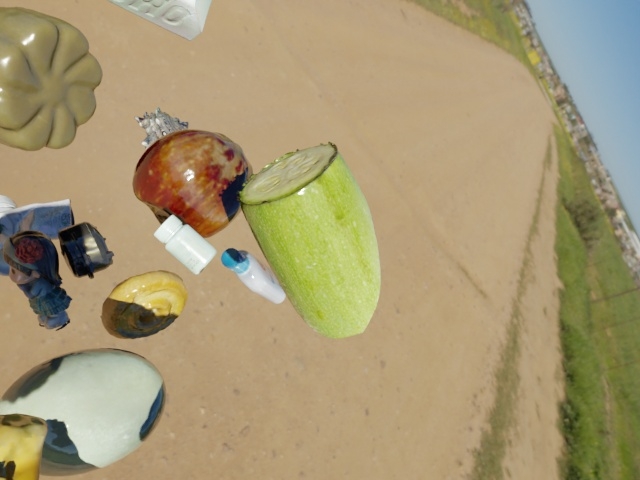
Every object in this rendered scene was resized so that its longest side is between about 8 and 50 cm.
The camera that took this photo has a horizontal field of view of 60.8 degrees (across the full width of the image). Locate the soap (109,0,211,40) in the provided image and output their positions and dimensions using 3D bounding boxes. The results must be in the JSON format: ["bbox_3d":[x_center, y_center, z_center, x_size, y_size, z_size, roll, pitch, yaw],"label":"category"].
[{"bbox_3d":[-0.395,-0.595,1.283,0.289,0.173,0.095,17,76,-37],"label":"soap"}]

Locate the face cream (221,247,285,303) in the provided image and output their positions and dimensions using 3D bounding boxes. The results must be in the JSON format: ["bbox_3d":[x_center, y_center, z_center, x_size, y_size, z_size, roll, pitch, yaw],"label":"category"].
[{"bbox_3d":[-0.220,0.104,1.775,0.163,0.080,0.336,54,3,27],"label":"face cream"}]

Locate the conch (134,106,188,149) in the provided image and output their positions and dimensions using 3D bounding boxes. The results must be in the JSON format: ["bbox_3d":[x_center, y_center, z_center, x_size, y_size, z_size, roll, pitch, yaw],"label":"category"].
[{"bbox_3d":[-0.574,-0.354,2.027,0.313,0.186,0.240,48,-26,30],"label":"conch"}]

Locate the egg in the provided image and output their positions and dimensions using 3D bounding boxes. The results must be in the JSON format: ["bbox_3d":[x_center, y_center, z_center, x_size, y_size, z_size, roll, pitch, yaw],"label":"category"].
[{"bbox_3d":[-0.513,0.369,1.191,0.352,0.258,0.258,-14,78,-39],"label":"egg"}]

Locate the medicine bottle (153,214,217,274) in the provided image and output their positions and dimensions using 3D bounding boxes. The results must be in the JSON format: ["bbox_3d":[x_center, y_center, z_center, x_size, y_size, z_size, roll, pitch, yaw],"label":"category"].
[{"bbox_3d":[-0.190,0.006,0.771,0.083,0.047,0.047,42,32,-8],"label":"medicine bottle"}]

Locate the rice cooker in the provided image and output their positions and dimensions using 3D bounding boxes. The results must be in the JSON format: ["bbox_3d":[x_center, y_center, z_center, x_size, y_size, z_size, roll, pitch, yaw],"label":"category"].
[{"bbox_3d":[-0.575,0.022,1.327,0.106,0.165,0.112,-28,133,-31],"label":"rice cooker"}]

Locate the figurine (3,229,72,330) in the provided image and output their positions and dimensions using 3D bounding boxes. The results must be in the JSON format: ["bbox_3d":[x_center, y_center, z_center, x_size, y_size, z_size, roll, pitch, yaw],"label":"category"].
[{"bbox_3d":[-0.634,0.091,1.243,0.110,0.138,0.245,-33,129,-39],"label":"figurine"}]

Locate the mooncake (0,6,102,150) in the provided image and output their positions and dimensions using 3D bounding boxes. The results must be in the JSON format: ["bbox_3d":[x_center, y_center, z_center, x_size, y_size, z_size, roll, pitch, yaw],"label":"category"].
[{"bbox_3d":[-0.772,-0.426,1.469,0.378,0.201,0.378,-53,155,-38],"label":"mooncake"}]

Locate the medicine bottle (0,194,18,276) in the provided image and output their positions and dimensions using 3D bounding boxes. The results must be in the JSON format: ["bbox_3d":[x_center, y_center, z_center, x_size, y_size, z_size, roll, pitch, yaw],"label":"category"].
[{"bbox_3d":[-0.940,-0.020,1.623,0.144,0.144,0.252,19,24,-53],"label":"medicine bottle"}]

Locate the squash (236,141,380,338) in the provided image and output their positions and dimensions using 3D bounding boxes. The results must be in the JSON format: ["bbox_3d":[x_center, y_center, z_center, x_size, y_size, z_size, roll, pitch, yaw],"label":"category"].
[{"bbox_3d":[0.000,0.000,0.869,0.260,0.189,0.189,61,27,-25],"label":"squash"}]

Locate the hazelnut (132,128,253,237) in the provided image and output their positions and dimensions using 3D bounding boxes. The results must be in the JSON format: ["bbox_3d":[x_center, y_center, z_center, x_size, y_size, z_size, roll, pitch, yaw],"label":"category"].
[{"bbox_3d":[-0.234,-0.110,1.062,0.218,0.218,0.234,69,12,10],"label":"hazelnut"}]

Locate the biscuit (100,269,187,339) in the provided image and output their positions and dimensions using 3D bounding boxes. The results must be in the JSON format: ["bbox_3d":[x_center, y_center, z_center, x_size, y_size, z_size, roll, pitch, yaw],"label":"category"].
[{"bbox_3d":[-0.585,0.225,1.839,0.102,0.296,0.296,49,19,29],"label":"biscuit"}]

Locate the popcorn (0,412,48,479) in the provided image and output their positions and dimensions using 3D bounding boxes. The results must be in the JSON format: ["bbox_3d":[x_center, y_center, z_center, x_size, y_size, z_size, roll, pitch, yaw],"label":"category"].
[{"bbox_3d":[-0.386,0.221,0.314,0.390,0.344,0.354,-65,140,-60],"label":"popcorn"}]

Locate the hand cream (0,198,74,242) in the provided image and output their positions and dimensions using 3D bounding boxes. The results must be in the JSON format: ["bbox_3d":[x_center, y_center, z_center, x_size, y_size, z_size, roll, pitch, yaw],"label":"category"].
[{"bbox_3d":[-0.792,-0.048,1.520,0.336,0.076,0.121,-34,127,-76],"label":"hand cream"}]
